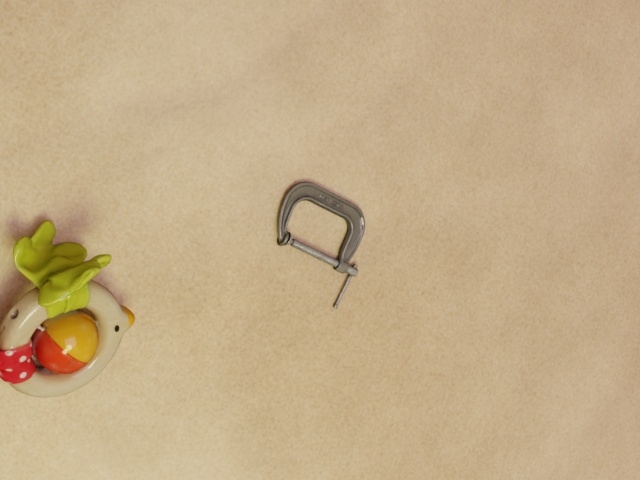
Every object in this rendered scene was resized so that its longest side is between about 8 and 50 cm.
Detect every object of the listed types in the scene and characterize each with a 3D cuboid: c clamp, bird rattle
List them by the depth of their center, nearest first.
[{"bbox_3d":[-0.329,0.119,1.614,0.207,0.143,0.253,38,83,-46],"label":"bird rattle"},{"bbox_3d":[0.000,0.000,1.829,0.160,0.022,0.137,33,83,-30],"label":"c clamp"}]
